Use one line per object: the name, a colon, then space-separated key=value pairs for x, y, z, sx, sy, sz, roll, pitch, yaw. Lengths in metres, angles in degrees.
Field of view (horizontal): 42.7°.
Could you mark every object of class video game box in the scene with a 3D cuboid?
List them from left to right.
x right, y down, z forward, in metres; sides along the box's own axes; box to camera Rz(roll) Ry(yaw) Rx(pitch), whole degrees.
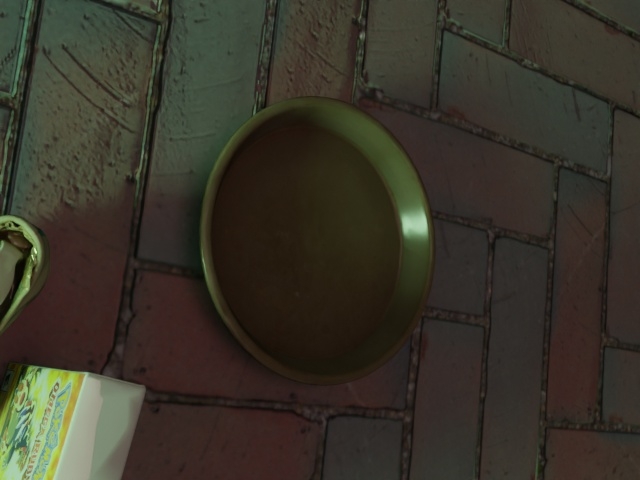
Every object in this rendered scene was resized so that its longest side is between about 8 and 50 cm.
video game box: x=-0.196 y=0.186 z=0.543 sx=0.048 sy=0.187 sz=0.205 roll=23 pitch=72 yaw=-33

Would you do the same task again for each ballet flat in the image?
ballet flat: x=-0.275 y=0.078 z=0.560 sx=0.086 sy=0.086 sz=0.248 roll=45 pitch=62 yaw=-24

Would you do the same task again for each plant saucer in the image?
plant saucer: x=0.000 y=0.000 z=0.796 sx=0.278 sy=0.041 sz=0.277 roll=4 pitch=84 yaw=-37
